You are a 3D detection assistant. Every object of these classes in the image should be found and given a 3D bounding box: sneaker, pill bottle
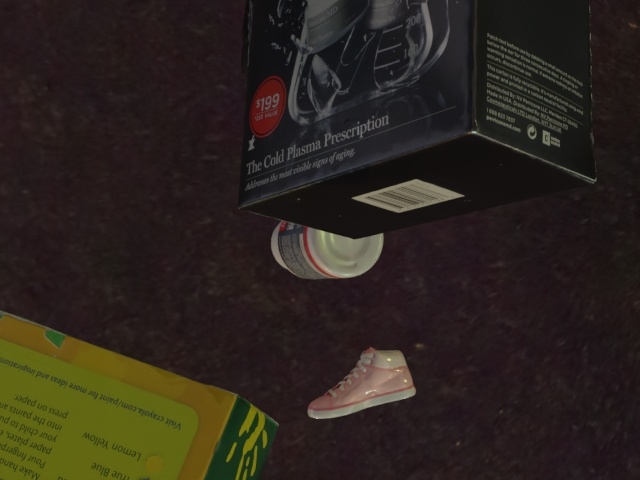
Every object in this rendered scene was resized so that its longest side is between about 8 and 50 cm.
[{"bbox_3d":[0.044,0.167,1.114,0.134,0.051,0.070,-13,93,-10],"label":"sneaker"},{"bbox_3d":[0.000,0.000,1.276,0.180,0.108,0.108,-9,91,65],"label":"pill bottle"}]

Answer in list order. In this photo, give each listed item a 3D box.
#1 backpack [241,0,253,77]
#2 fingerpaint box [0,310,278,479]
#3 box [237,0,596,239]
[{"bbox_3d":[-0.047,-0.306,1.350,0.152,0.115,0.182,39,125,49],"label":"backpack"},{"bbox_3d":[-0.316,0.262,0.864,0.445,0.163,0.371,15,73,18],"label":"fingerpaint box"},{"bbox_3d":[0.087,-0.191,0.955,0.343,0.179,0.312,-15,67,49],"label":"box"}]
